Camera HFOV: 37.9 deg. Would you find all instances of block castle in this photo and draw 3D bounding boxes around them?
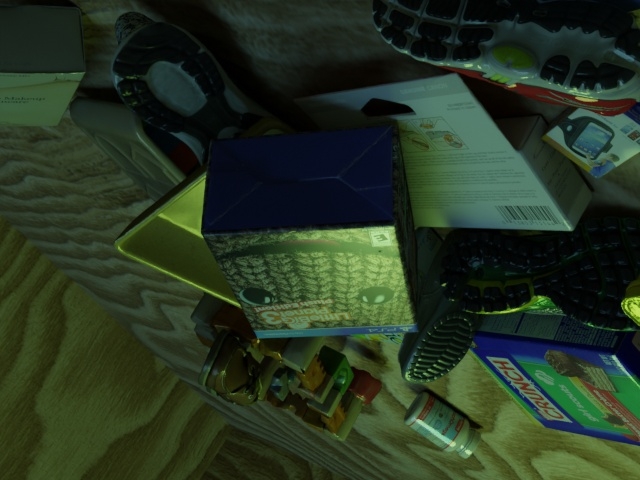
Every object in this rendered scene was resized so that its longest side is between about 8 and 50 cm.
[{"bbox_3d":[-0.055,0.207,1.938,0.303,0.213,0.453,21,156,25],"label":"block castle"}]

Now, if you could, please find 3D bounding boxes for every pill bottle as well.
[{"bbox_3d":[0.272,0.412,2.073,0.160,0.087,0.087,34,159,-1],"label":"pill bottle"}]

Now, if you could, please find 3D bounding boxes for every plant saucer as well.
[{"bbox_3d":[-0.075,-0.039,1.369,0.333,0.081,0.333,-33,138,28],"label":"plant saucer"}]

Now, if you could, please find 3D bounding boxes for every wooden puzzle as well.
[{"bbox_3d":[-0.278,-0.124,1.689,0.322,0.080,0.348,18,151,55],"label":"wooden puzzle"}]

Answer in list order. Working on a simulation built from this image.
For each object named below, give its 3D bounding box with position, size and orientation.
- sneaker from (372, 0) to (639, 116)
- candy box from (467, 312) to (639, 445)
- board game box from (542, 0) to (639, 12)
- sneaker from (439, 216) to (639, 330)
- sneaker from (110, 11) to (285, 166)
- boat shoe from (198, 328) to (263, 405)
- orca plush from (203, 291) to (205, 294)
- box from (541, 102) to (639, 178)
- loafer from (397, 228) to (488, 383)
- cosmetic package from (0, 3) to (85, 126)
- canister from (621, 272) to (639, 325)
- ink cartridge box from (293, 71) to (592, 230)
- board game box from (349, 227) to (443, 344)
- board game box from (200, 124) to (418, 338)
[{"bbox_3d":[0.172,-0.179,0.882,0.279,0.107,0.118,28,176,26],"label":"sneaker"},{"bbox_3d":[0.386,0.179,1.364,0.268,0.122,0.317,44,158,-26],"label":"candy box"},{"bbox_3d":[0.217,-0.250,0.817,0.133,0.033,0.168,38,164,-22],"label":"board game box"},{"bbox_3d":[0.331,0.037,1.185,0.343,0.134,0.146,4,-179,41],"label":"sneaker"},{"bbox_3d":[-0.164,-0.200,1.387,0.410,0.158,0.182,50,-173,-45],"label":"sneaker"},{"bbox_3d":[-0.155,0.246,1.746,0.104,0.111,0.307,25,167,6],"label":"boat shoe"},{"bbox_3d":[-0.199,0.047,1.949,0.102,0.151,0.287,-22,151,14],"label":"orca plush"},{"bbox_3d":[0.300,-0.118,0.983,0.081,0.028,0.136,35,160,-3],"label":"box"},{"bbox_3d":[0.182,0.093,1.366,0.094,0.251,0.087,20,-168,-32],"label":"loafer"},{"bbox_3d":[-0.499,-0.284,1.560,0.160,0.113,0.309,-4,173,-23],"label":"cosmetic package"},{"bbox_3d":[0.398,0.028,0.958,0.126,0.170,0.073,39,158,-12],"label":"canister"},{"bbox_3d":[0.146,-0.118,1.150,0.296,0.066,0.261,3,143,52],"label":"ink cartridge box"},{"bbox_3d":[0.088,0.070,1.526,0.142,0.144,0.275,45,155,-28],"label":"board game box"},{"bbox_3d":[0.000,0.000,1.201,0.232,0.141,0.291,-4,149,10],"label":"board game box"}]
